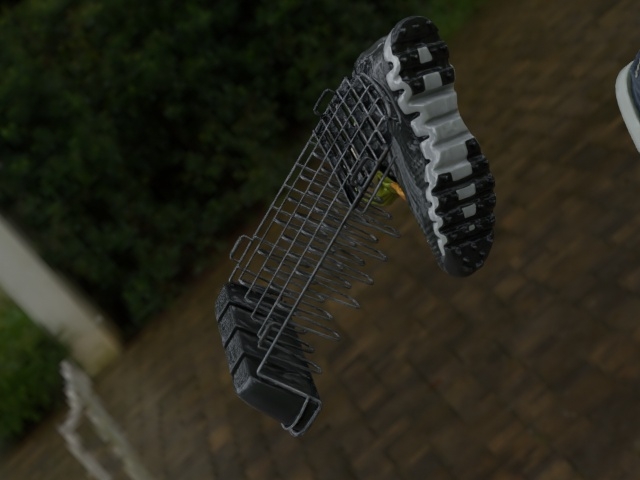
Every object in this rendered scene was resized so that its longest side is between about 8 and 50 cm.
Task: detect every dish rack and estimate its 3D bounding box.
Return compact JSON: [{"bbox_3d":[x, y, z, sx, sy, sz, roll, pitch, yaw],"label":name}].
[{"bbox_3d":[0.000,0.000,1.354,0.271,0.074,0.208,-61,20,15],"label":"dish rack"}]

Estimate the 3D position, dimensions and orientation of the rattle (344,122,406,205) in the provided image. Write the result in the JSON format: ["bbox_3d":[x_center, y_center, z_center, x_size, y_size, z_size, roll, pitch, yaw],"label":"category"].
[{"bbox_3d":[0.123,-0.129,1.850,0.143,0.130,0.199,6,56,56],"label":"rattle"}]

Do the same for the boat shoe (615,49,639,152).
[{"bbox_3d":[0.314,-0.043,1.237,0.095,0.254,0.079,-16,-16,-26],"label":"boat shoe"}]

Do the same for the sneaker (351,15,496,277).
[{"bbox_3d":[0.088,-0.078,1.481,0.078,0.234,0.106,-19,3,-37],"label":"sneaker"}]
